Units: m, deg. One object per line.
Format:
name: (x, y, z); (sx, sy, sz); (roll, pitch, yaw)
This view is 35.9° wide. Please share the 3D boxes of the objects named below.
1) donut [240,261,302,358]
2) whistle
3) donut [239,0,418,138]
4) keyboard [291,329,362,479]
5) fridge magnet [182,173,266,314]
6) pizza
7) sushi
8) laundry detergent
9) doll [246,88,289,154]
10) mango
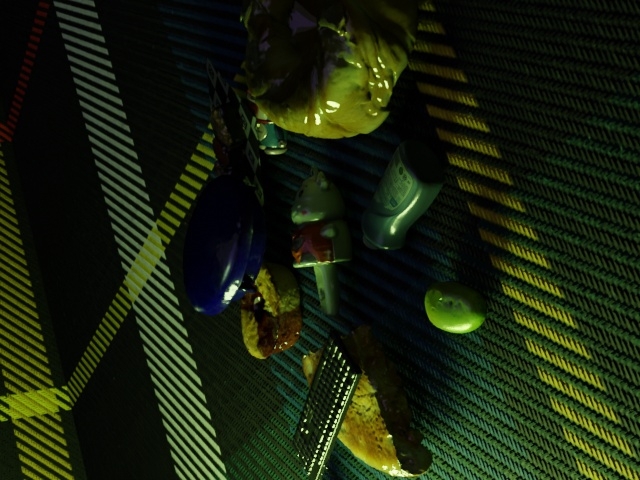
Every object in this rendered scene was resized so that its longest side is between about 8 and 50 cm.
donut: (-0.093, 0.128, 1.862); (0.166, 0.073, 0.184); (-18, 78, 60)
whistle: (0.001, 0.000, 1.655); (0.102, 0.105, 0.253); (3, -101, -79)
donut: (0.007, -0.325, 1.521); (0.360, 0.170, 0.360); (-1, 89, 58)
keyboard: (0.006, 0.280, 1.606); (0.101, 0.018, 0.310); (57, 145, 35)
fridge magnet: (-0.184, 0.009, 1.845); (0.265, 0.112, 0.265); (-29, 56, 53)
pizza: (0.075, 0.240, 1.573); (0.335, 0.086, 0.226); (38, 130, 52)
sushi: (-0.186, -0.173, 1.917); (0.264, 0.050, 0.290); (53, 155, 42)
laundry detergent: (0.112, -0.053, 1.486); (0.097, 0.061, 0.206); (63, 144, 29)
doll: (-0.090, -0.234, 1.786); (0.114, 0.085, 0.152); (-138, 41, -55)
mango: (0.191, 0.093, 1.380); (0.108, 0.056, 0.073); (-3, 98, 57)
